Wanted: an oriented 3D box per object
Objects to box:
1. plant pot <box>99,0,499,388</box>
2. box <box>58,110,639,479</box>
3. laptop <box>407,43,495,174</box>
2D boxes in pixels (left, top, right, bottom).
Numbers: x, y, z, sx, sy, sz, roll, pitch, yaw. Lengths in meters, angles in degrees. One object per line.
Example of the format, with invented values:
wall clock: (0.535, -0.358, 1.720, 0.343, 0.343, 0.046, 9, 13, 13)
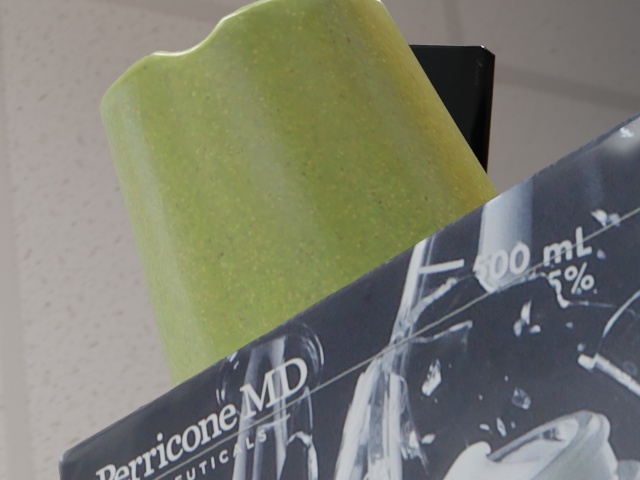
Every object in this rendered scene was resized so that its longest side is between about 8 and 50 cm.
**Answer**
plant pot: (0.000, 0.000, 0.957, 0.276, 0.276, 0.253, -16, -100, -42)
box: (0.116, 0.147, 0.451, 0.179, 0.343, 0.312, 31, -144, -44)
laptop: (0.038, -0.037, 1.318, 0.137, 0.264, 0.234, 4, -89, -7)
